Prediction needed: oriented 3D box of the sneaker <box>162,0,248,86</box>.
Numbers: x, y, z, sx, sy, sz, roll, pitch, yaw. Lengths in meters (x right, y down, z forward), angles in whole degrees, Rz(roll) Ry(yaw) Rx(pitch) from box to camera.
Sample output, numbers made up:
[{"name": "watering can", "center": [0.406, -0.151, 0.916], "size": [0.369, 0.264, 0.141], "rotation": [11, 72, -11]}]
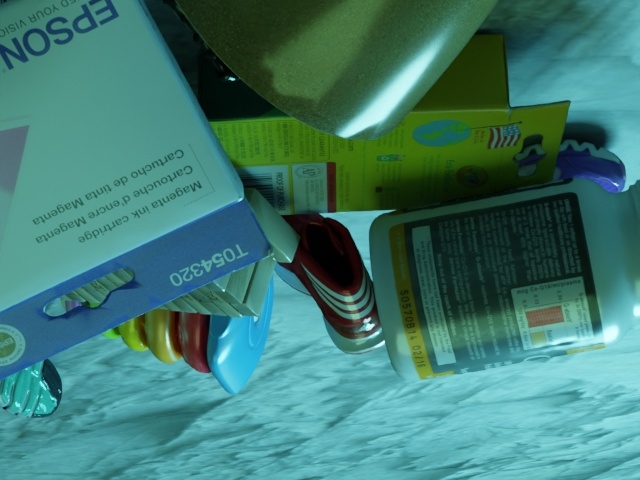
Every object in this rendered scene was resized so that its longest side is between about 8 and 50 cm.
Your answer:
[{"name": "sneaker", "center": [-0.068, -0.190, 1.272], "size": [0.276, 0.135, 0.098], "rotation": [19, 149, -37]}]

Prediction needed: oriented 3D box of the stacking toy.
[{"name": "stacking toy", "center": [-0.209, 0.047, 1.793], "size": [0.302, 0.175, 0.166], "rotation": [8, 162, 10]}]

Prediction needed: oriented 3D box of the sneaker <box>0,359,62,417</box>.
[{"name": "sneaker", "center": [-0.416, 0.155, 2.085], "size": [0.098, 0.083, 0.224], "rotation": [4, 160, 40]}]

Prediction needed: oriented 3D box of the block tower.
[{"name": "block tower", "center": [-0.191, 0.005, 1.616], "size": [0.335, 0.097, 0.091], "rotation": [2, 153, 32]}]

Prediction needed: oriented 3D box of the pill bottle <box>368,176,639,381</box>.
[{"name": "pill bottle", "center": [0.193, 0.030, 1.557], "size": [0.278, 0.162, 0.162], "rotation": [-10, 155, 8]}]

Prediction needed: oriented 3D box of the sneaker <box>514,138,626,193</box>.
[{"name": "sneaker", "center": [0.185, -0.031, 1.682], "size": [0.236, 0.104, 0.095], "rotation": [-8, 153, 10]}]

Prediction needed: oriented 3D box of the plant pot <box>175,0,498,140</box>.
[{"name": "plant pot", "center": [0.054, -0.234, 1.117], "size": [0.237, 0.237, 0.254], "rotation": [19, 133, -39]}]

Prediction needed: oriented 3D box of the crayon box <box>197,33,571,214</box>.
[{"name": "crayon box", "center": [0.055, -0.100, 1.543], "size": [0.319, 0.081, 0.202], "rotation": [-2, 156, -1]}]

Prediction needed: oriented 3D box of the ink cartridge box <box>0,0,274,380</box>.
[{"name": "ink cartridge box", "center": [-0.241, -0.035, 1.383], "size": [0.324, 0.071, 0.330], "rotation": [-26, 119, 4]}]

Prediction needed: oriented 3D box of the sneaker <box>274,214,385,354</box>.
[{"name": "sneaker", "center": [0.000, 0.000, 1.667], "size": [0.087, 0.221, 0.128], "rotation": [-29, 135, -13]}]
